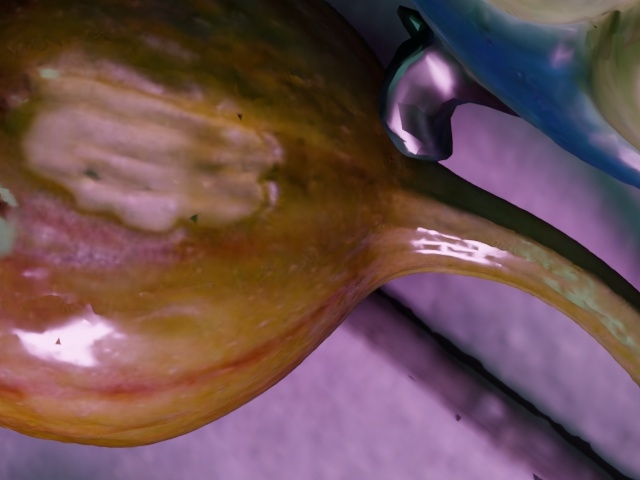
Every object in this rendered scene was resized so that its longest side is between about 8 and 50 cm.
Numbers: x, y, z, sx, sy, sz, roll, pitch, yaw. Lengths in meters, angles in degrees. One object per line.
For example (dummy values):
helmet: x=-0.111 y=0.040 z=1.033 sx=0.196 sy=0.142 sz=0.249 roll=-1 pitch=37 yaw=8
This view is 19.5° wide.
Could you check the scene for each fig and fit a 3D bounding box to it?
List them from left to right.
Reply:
fig: x=0.000 y=0.000 z=0.483 sx=0.245 sy=0.149 sz=0.149 roll=15 pitch=100 yaw=13

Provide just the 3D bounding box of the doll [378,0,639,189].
doll: x=0.130 y=-0.126 z=0.339 sx=0.322 sy=0.186 sz=0.198 roll=-38 pitch=99 yaw=13
